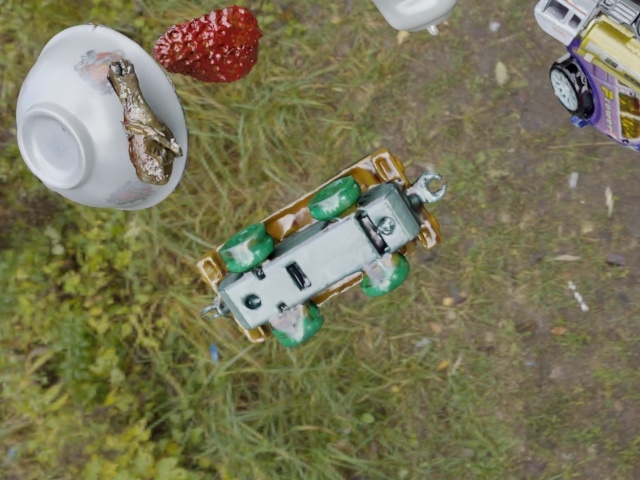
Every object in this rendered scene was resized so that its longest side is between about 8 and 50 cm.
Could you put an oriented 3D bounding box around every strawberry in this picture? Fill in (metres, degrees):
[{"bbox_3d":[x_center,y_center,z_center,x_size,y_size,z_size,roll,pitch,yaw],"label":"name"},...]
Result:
[{"bbox_3d":[-0.214,-0.369,1.669,0.111,0.237,0.190,58,140,13],"label":"strawberry"}]

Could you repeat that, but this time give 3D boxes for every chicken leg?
[{"bbox_3d":[-0.275,-0.182,1.306,0.125,0.080,0.196,120,127,-71],"label":"chicken leg"}]

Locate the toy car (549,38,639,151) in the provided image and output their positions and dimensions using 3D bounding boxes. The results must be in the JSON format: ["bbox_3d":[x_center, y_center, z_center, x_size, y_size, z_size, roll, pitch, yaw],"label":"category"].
[{"bbox_3d":[0.331,-0.205,0.815,0.172,0.235,0.158,-28,41,-2],"label":"toy car"}]

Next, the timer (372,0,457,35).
[{"bbox_3d":[0.097,-0.423,1.154,0.291,0.315,0.290,-22,44,23],"label":"timer"}]

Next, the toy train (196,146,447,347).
[{"bbox_3d":[0.000,0.000,1.295,0.429,0.249,0.178,-30,106,13],"label":"toy train"}]

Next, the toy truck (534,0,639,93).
[{"bbox_3d":[0.203,-0.140,0.554,0.123,0.052,0.063,36,135,8],"label":"toy truck"}]

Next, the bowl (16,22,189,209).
[{"bbox_3d":[-0.411,-0.181,1.426,0.346,0.157,0.345,13,121,23],"label":"bowl"}]
